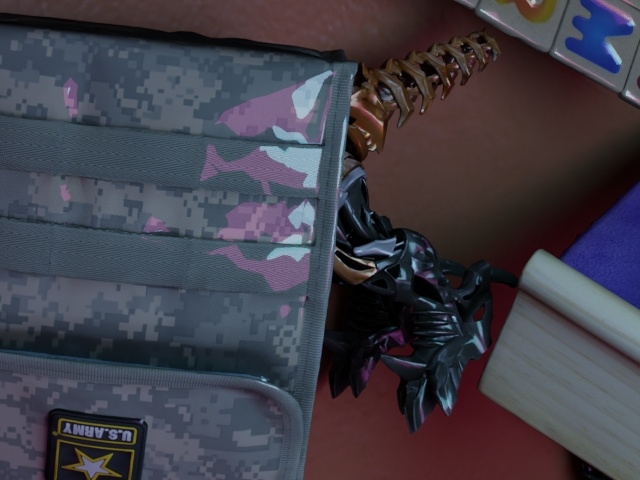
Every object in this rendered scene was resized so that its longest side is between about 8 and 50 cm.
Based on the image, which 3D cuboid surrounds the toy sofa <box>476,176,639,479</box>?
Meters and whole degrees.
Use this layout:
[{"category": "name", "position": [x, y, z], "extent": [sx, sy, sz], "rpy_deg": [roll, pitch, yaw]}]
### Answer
[{"category": "toy sofa", "position": [0.264, -0.006, 1.272], "extent": [0.362, 0.150, 0.177], "rpy_deg": [-39, 156, -47]}]

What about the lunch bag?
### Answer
[{"category": "lunch bag", "position": [-0.114, 0.027, 1.083], "extent": [0.235, 0.169, 0.287], "rpy_deg": [7, 99, -3]}]

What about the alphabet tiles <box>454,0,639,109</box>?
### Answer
[{"category": "alphabet tiles", "position": [0.190, -0.244, 1.268], "extent": [0.343, 0.011, 0.285], "rpy_deg": [27, 73, -20]}]

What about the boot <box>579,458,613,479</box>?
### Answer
[{"category": "boot", "position": [0.211, 0.212, 1.454], "extent": [0.236, 0.085, 0.178], "rpy_deg": [31, 88, -36]}]

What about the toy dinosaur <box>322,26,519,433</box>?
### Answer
[{"category": "toy dinosaur", "position": [0.000, 0.000, 1.219], "extent": [0.322, 0.164, 0.218], "rpy_deg": [-41, 108, 10]}]
